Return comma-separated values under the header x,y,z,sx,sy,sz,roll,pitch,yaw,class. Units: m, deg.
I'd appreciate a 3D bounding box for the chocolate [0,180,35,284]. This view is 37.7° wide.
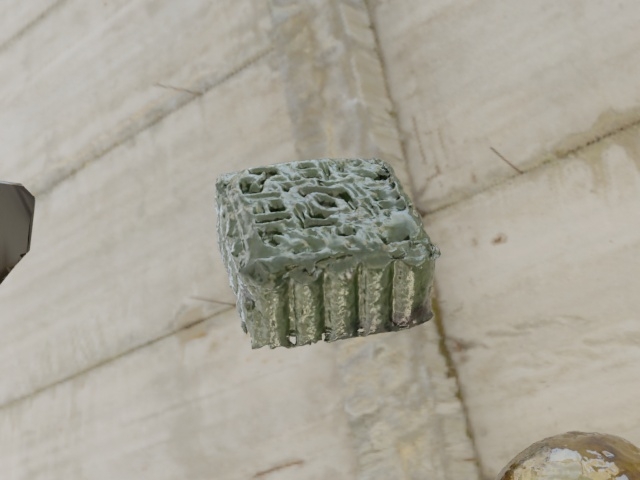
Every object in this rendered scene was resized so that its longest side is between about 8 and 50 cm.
x,y,z,sx,sy,sz,roll,pitch,yaw,class
-0.324,0.008,0.838,0.080,0.149,0.125,1,-68,68,chocolate

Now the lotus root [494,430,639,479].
x,y,z,sx,sy,sz,roll,pitch,yaw,class
0.163,0.204,0.582,0.141,0.314,0.169,26,-104,35,lotus root

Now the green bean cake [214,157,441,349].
x,y,z,sx,sy,sz,roll,pitch,yaw,class
0.000,0.000,0.826,0.181,0.173,0.094,-110,-163,-53,green bean cake
